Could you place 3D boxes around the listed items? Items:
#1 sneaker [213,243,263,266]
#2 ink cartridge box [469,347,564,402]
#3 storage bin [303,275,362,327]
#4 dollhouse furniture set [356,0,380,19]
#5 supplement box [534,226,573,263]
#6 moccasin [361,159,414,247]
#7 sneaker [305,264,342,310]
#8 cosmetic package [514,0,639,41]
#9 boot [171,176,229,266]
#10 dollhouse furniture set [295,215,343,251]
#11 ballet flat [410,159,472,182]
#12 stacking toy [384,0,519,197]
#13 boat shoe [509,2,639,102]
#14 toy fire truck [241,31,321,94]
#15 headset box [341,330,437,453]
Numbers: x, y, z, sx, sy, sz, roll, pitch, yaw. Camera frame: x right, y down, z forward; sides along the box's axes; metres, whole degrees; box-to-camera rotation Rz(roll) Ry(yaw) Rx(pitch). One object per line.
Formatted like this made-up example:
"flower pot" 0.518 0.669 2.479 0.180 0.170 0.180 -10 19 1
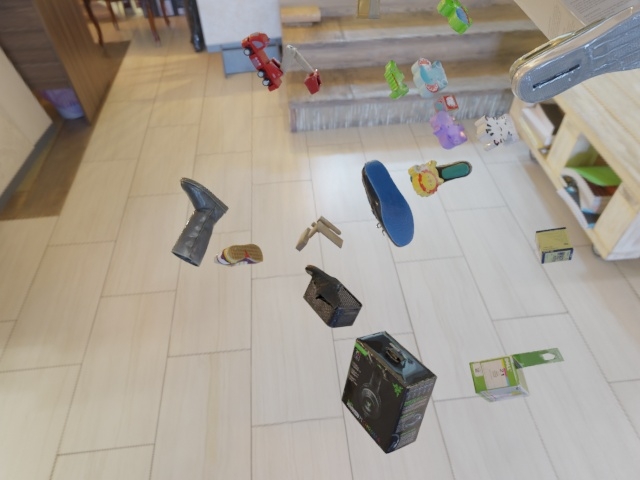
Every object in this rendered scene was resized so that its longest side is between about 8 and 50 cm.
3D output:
"sneaker" -0.268 0.051 1.483 0.084 0.186 0.069 -21 74 28
"ink cartridge box" 0.613 0.415 1.376 0.255 0.189 0.097 -19 55 25
"storage bin" 0.040 0.207 1.530 0.122 0.084 0.180 4 30 -42
"dollhouse furniture set" 0.093 -0.538 0.887 0.101 0.181 0.161 -15 32 -29
"supplement box" 0.681 0.015 1.313 0.083 0.056 0.083 -9 53 15
"moccasin" 0.250 -0.133 1.667 0.138 0.117 0.341 -14 78 -14
"sneaker" 0.002 0.150 1.452 0.170 0.051 0.089 29 65 20
"cosmetic package" 0.673 -0.645 1.171 0.197 0.155 0.365 -24 60 10
"boot" -0.377 -0.053 1.308 0.076 0.190 0.208 8 63 52
"dollhouse furniture set" 0.000 0.000 1.782 0.123 0.151 0.144 38 30 -11
"ballet flat" 0.421 -0.230 1.564 0.213 0.072 0.068 -8 10 29
"stacking toy" 0.159 -0.189 0.619 0.052 0.167 0.221 -14 82 -25
"boat shoe" 0.485 -0.345 0.789 0.303 0.109 0.094 -18 42 18
"toy fire truck" -0.095 -0.447 1.137 0.135 0.192 0.047 -16 36 25
"headset box" 0.208 0.459 1.410 0.131 0.282 0.246 -6 29 -34
